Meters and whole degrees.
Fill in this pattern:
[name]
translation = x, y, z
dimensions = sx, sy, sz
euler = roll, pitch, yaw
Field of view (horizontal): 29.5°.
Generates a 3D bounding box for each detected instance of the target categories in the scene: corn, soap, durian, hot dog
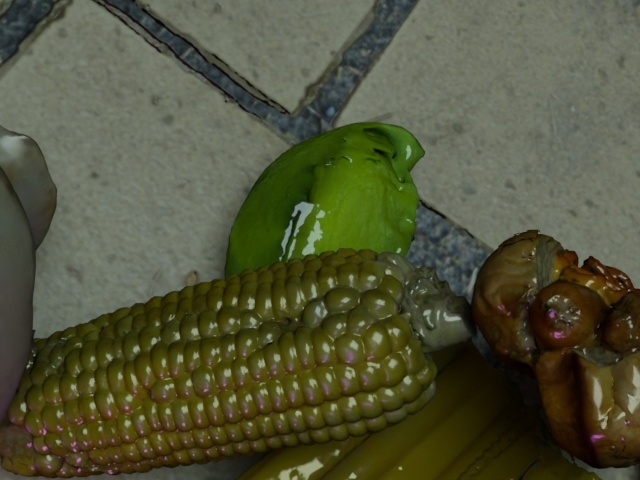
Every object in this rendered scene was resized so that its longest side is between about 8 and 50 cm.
[corn]
translation = -0.066, 0.089, 0.824
dimensions = 0.346, 0.130, 0.130
euler = -15, 75, 12
[soap]
translation = 0.035, 0.220, 0.884
dimensions = 0.324, 0.096, 0.204
euler = -37, 87, -25
[durian]
translation = 0.000, 0.000, 0.950
dimensions = 0.139, 0.101, 0.250
euler = 38, 61, -39
[hot dog]
translation = 0.204, 0.080, 0.861
dimensions = 0.117, 0.349, 0.158
euler = -36, 70, 8

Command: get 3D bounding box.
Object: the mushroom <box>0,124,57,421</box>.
[mushroom]
translation = -0.307, 0.014, 0.786
dimensions = 0.297, 0.297, 0.290
euler = 39, 28, -2
